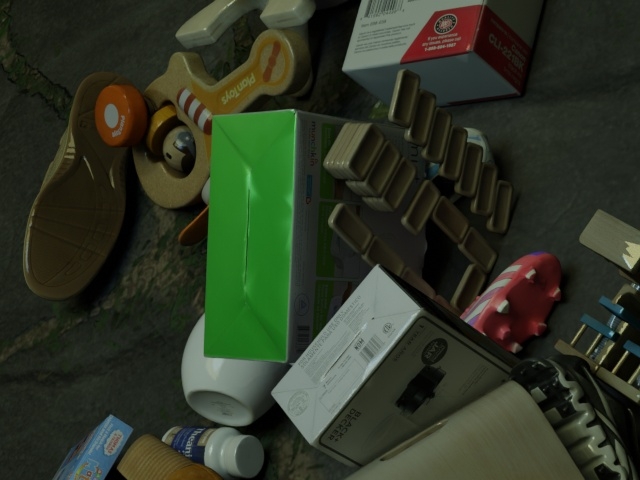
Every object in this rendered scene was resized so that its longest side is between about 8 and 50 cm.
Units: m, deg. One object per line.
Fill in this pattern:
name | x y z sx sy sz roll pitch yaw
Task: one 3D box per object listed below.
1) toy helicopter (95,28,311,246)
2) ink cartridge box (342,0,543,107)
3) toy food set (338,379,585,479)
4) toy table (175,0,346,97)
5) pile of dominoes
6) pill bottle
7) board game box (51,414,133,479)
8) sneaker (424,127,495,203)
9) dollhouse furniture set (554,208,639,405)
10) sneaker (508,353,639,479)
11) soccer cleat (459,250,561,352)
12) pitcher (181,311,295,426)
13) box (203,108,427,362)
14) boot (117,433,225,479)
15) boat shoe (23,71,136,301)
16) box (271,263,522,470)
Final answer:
toy helicopter | -0.127 -0.146 2.153 0.355 0.140 0.235 -34 70 44
ink cartridge box | 0.161 -0.306 2.024 0.197 0.114 0.273 -4 63 42
toy food set | 0.158 0.306 1.523 0.220 0.092 0.306 -29 75 -11
toy table | -0.066 -0.325 2.167 0.274 0.252 0.161 -20 34 57
pile of dominoes | 0.104 -0.038 1.807 0.040 0.251 0.196 6 60 47
pill bottle | -0.126 0.250 1.966 0.120 0.067 0.067 -4 62 41
board game box | -0.300 0.302 2.015 0.160 0.039 0.211 -60 8 -25
sneaker | 0.096 -0.054 1.949 0.237 0.085 0.086 -24 56 34
dollhouse furniture set | 0.283 0.065 1.624 0.129 0.184 0.129 -56 42 0
sneaker | 0.269 0.206 1.600 0.078 0.106 0.234 -33 80 39
soccer cleat | 0.160 0.107 1.792 0.248 0.083 0.095 -56 37 3
pitcher | -0.061 0.110 1.971 0.178 0.125 0.207 2 54 27
box | 0.000 0.000 1.829 0.127 0.231 0.262 1 89 39
boot | -0.187 0.387 1.917 0.211 0.104 0.295 37 107 32
boat shoe | -0.325 -0.062 2.330 0.110 0.122 0.341 125 162 -64
box | 0.111 0.164 1.641 0.169 0.290 0.087 -52 41 6
